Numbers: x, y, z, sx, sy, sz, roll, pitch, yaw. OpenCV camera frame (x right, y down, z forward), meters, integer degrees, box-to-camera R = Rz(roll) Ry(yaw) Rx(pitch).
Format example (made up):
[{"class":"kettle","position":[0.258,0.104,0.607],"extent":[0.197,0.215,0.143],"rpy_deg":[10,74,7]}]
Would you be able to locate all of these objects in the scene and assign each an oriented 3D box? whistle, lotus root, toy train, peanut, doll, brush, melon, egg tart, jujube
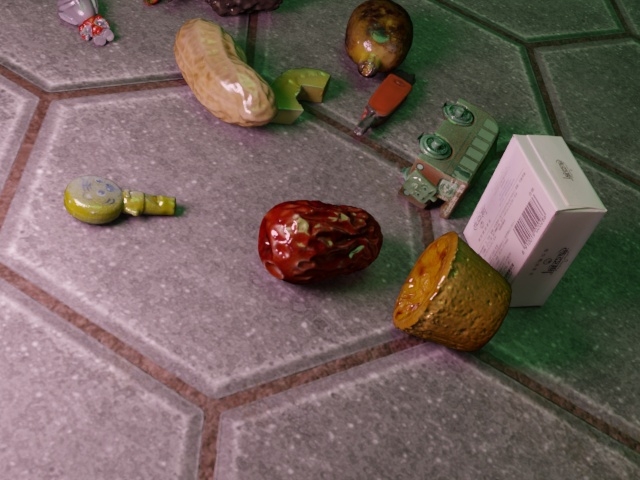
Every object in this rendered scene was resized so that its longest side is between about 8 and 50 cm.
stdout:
[{"class":"whistle","position":[-0.360,-0.066,1.411],"extent":[0.198,0.057,0.104],"rpy_deg":[5,40,-26]},{"class":"lotus root","position":[0.146,-0.507,1.948],"extent":[0.169,0.141,0.314],"rpy_deg":[13,45,-2]},{"class":"toy train","position":[0.289,-0.188,1.705],"extent":[0.159,0.129,0.326],"rpy_deg":[33,45,5]},{"class":"peanut","position":[-0.206,-0.353,1.679],"extent":[0.153,0.140,0.325],"rpy_deg":[-11,52,-50]},{"class":"doll","position":[-0.533,-0.510,1.761],"extent":[0.094,0.079,0.180],"rpy_deg":[-35,78,-15]},{"class":"brush","position":[0.147,-0.323,1.842],"extent":[0.070,0.051,0.323],"rpy_deg":[34,42,5]},{"class":"melon","position":[-0.060,-0.329,1.763],"extent":[0.118,0.064,0.209],"rpy_deg":[28,47,1]},{"class":"egg tart","position":[0.237,0.098,1.376],"extent":[0.147,0.202,0.202],"rpy_deg":[28,43,-9]},{"class":"jujube","position":[0.000,0.000,1.405],"extent":[0.230,0.155,0.155],"rpy_deg":[-7,50,-34]}]

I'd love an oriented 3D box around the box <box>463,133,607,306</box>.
[{"class":"box","position":[0.396,-0.033,1.487],"extent":[0.116,0.274,0.203],"rpy_deg":[-1,47,-18]}]

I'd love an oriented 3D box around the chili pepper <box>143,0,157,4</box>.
[{"class":"chili pepper","position":[-0.409,-0.629,1.944],"extent":[0.045,0.027,0.178],"rpy_deg":[-17,43,18]}]

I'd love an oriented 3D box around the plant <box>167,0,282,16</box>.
[{"class":"plant","position":[-0.242,-0.678,1.924],"extent":[0.312,0.215,0.213],"rpy_deg":[-1,51,-17]}]
